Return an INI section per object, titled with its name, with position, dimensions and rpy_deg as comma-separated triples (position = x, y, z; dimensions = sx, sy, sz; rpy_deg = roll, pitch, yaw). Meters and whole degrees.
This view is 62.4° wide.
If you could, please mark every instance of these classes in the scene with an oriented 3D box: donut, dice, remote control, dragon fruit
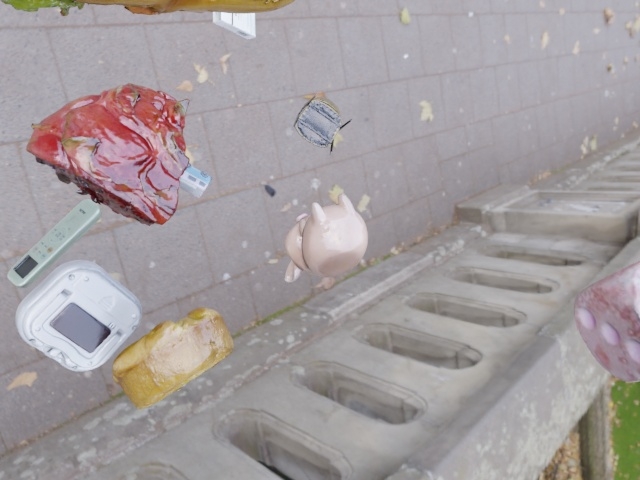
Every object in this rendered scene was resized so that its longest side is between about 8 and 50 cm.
[donut]
position = -0.379, 0.301, 1.373
dimensions = 0.299, 0.317, 0.150
rpy_deg = -28, 79, -34
[dice]
position = 0.297, 0.069, 0.477
dimensions = 0.094, 0.091, 0.093
rpy_deg = -19, 70, -15
[remote control]
position = -0.753, 0.007, 1.508
dimensions = 0.309, 0.090, 0.038
rpy_deg = -49, 151, -18
[dragon fruit]
position = -0.419, -0.236, 1.169
dimensions = 0.286, 0.228, 0.329
rpy_deg = 44, 71, -41

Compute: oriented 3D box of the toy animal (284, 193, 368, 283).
[toy animal]
position = 0.011, 0.003, 1.141
dimensions = 0.166, 0.250, 0.154
rpy_deg = -15, 85, -19

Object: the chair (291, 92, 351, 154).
[chair]
position = 0.004, -0.421, 1.859
dimensions = 0.158, 0.247, 0.172
rpy_deg = 32, 98, -12

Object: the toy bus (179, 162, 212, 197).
[toy bus]
position = -0.400, -0.186, 1.597
dimensions = 0.123, 0.060, 0.075
rpy_deg = 30, 45, -17

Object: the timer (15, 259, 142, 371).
[timer]
position = -0.585, 0.191, 1.306
dimensions = 0.237, 0.087, 0.262
rpy_deg = -50, 128, -15

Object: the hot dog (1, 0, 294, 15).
[hot dog]
position = -0.153, -0.210, 0.311
dimensions = 0.348, 0.117, 0.158
rpy_deg = -22, 98, -41

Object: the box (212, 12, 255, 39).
[box]
position = -0.257, -0.671, 1.586
dimensions = 0.154, 0.040, 0.084
rpy_deg = 1, 89, -56
